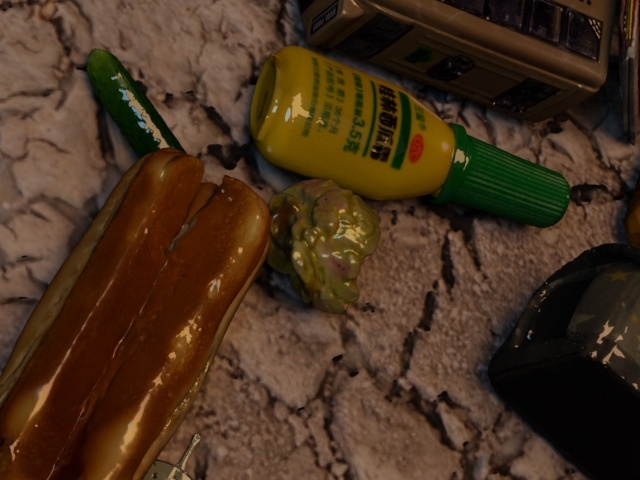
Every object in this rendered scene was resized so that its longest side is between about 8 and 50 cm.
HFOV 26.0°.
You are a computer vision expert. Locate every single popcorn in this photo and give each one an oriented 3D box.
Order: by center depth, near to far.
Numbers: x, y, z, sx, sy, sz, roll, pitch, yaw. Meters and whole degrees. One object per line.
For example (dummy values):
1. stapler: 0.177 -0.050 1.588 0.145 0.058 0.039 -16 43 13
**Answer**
1. popcorn: 0.001 -0.001 1.137 0.089 0.097 0.109 20 52 -26

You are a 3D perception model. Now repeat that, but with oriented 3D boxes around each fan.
1. fan: -0.114 0.183 1.067 0.056 0.004 0.083 36 61 -14

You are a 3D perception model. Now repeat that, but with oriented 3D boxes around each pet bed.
1. pet bed: 0.283 0.106 1.207 0.211 0.183 0.159 42 61 -12

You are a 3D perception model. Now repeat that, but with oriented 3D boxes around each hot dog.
1. hot dog: -0.151 0.082 1.025 0.135 0.100 0.337 31 61 -9

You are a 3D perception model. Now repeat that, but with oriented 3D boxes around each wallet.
1. wallet: 0.292 -0.174 1.314 0.020 0.196 0.103 1 72 13

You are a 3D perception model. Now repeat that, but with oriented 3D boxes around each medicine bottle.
1. medicine bottle: 0.083 -0.077 1.218 0.309 0.076 0.111 18 68 -24

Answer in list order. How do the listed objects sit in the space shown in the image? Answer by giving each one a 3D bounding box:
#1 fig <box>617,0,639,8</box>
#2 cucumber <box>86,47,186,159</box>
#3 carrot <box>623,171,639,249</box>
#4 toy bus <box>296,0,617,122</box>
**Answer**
1. fig: 0.349 -0.328 1.370 0.230 0.207 0.207 -1 75 -21
2. cucumber: -0.141 -0.090 1.118 0.037 0.037 0.155 -38 94 -32
3. carrot: 0.376 -0.118 1.401 0.066 0.066 0.314 35 60 -15
4. toy bus: 0.118 -0.216 1.245 0.290 0.139 0.157 18 67 -26
